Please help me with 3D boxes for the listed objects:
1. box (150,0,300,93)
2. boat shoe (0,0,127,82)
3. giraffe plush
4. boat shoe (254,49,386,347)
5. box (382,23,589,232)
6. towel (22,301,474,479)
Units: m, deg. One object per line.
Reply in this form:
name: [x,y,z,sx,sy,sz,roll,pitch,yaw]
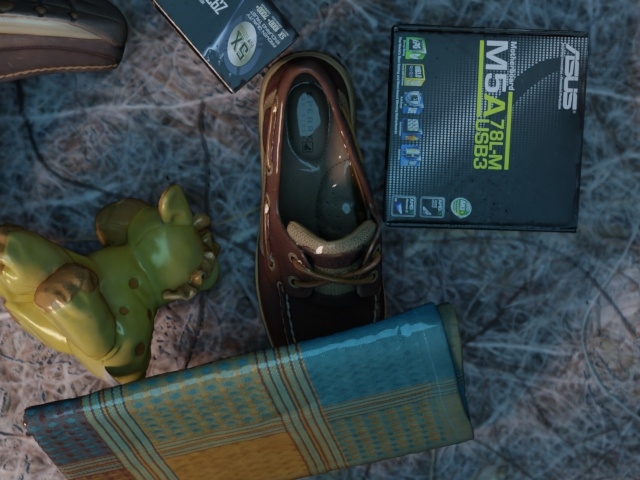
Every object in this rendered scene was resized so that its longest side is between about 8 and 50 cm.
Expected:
box: [-0.097,-0.208,1.398,0.077,0.180,0.147,-41,98,1]
boat shoe: [-0.347,-0.166,1.431,0.355,0.132,0.130,3,116,5]
giraffe plush: [-0.179,0.029,1.444,0.210,0.181,0.170,40,72,4]
boat shoe: [0.000,0.000,1.454,0.123,0.123,0.342,-3,99,-2]
box: [0.153,-0.104,1.492,0.184,0.045,0.191,3,97,-1]
towel: [-0.051,0.158,1.418,0.370,0.271,0.040,-13,61,1]
